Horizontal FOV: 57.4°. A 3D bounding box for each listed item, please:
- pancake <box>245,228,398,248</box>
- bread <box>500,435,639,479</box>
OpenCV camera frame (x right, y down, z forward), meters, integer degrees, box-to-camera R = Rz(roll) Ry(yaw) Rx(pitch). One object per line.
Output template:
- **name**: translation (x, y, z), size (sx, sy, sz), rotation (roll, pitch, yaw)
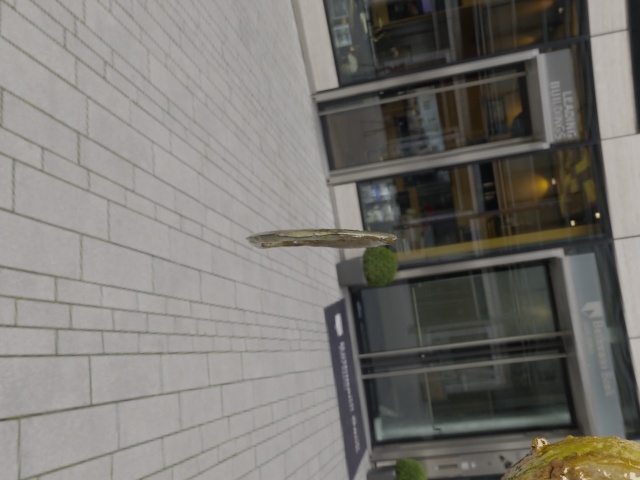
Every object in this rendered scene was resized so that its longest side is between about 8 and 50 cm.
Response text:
- **pancake**: translation (0.000, -0.001, 0.433), size (0.115, 0.115, 0.011), rotation (21, 68, -78)
- **bread**: translation (0.211, 0.288, 0.545), size (0.160, 0.147, 0.260), rotation (-3, 113, -64)
